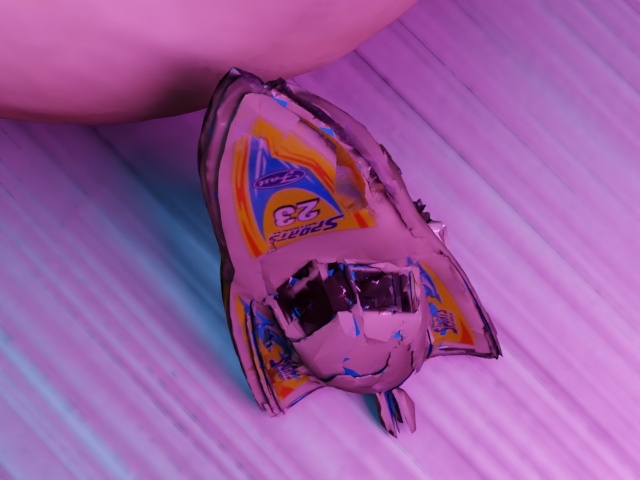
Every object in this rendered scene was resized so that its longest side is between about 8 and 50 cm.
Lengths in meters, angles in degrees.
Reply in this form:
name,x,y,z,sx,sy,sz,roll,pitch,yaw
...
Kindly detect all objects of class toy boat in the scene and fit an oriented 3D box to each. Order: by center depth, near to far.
name,x,y,z,sx,sy,sz,roll,pitch,yaw
toy boat,0.000,0.000,0.533,0.084,0.210,0.066,-13,65,7

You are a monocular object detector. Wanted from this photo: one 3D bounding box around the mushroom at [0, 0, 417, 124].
name,x,y,z,sx,sy,sz,roll,pitch,yaw
mushroom,-0.095,-0.214,0.528,0.325,0.353,0.353,-34,79,10
